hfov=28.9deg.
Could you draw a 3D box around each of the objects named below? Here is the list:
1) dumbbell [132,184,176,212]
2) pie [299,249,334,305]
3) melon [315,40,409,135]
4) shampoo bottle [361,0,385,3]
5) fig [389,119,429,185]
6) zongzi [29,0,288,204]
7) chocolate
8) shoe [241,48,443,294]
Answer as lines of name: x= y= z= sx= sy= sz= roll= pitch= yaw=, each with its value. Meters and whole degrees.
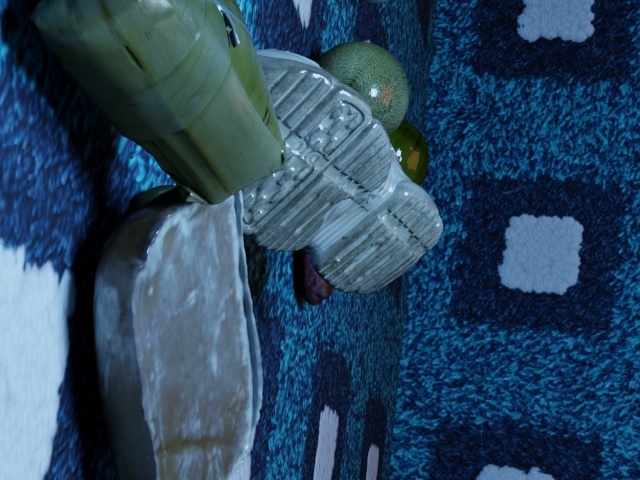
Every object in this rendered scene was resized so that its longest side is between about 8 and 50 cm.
dumbbell: x=-0.123 y=0.014 z=1.009 sx=0.052 sy=0.046 sz=0.118 roll=-23 pitch=127 yaw=-32
pie: x=0.000 y=0.000 z=1.700 sx=0.182 sy=0.049 sz=0.182 roll=5 pitch=90 yaw=-85
melon: x=0.049 y=-0.194 z=1.640 sx=0.192 sy=0.139 sz=0.139 roll=-30 pitch=124 yaw=-75
shampoo bottle: x=0.065 y=-0.457 z=1.799 sx=0.284 sy=0.071 sz=0.153 roll=50 pitch=43 yaw=-78
fig: x=0.065 y=-0.079 z=1.946 sx=0.259 sy=0.151 sz=0.151 roll=-56 pitch=165 yaw=-6
zongzi: x=-0.120 y=-0.179 z=0.860 sx=0.228 sy=0.115 sz=0.256 roll=52 pitch=22 yaw=-55
chocolate: x=-0.121 y=0.080 z=0.948 sx=0.157 sy=0.080 sz=0.254 roll=-38 pitch=132 yaw=-53
shoe: x=-0.026 y=-0.090 z=1.255 sx=0.198 sy=0.172 sz=0.351 roll=57 pitch=5 yaw=39
